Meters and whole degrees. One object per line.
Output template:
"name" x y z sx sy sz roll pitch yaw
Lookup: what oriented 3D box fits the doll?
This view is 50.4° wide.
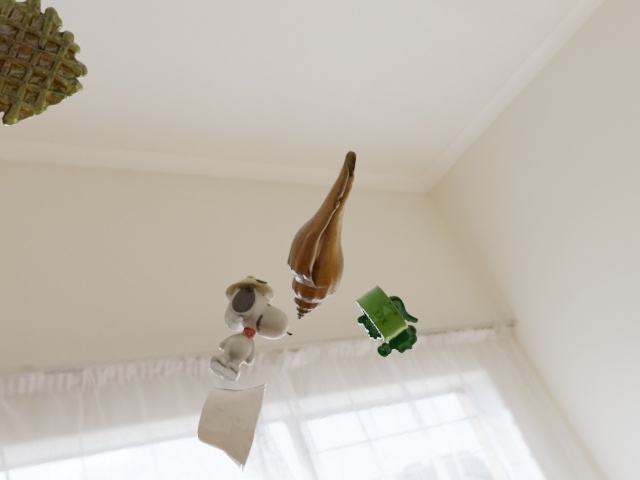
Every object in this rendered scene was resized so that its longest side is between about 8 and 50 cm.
"doll" -0.207 0.221 1.781 0.271 0.208 0.144 -36 -18 -37

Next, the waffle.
"waffle" -0.415 -0.247 0.915 0.183 0.169 0.036 -35 9 -32

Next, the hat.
"hat" -0.200 0.401 1.505 0.126 0.203 0.203 13 -35 -2

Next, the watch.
"watch" 0.167 0.192 1.668 0.131 0.165 0.152 -33 -23 -4

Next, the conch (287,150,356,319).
"conch" -0.003 -0.002 1.163 0.109 0.093 0.330 -8 -60 -37
